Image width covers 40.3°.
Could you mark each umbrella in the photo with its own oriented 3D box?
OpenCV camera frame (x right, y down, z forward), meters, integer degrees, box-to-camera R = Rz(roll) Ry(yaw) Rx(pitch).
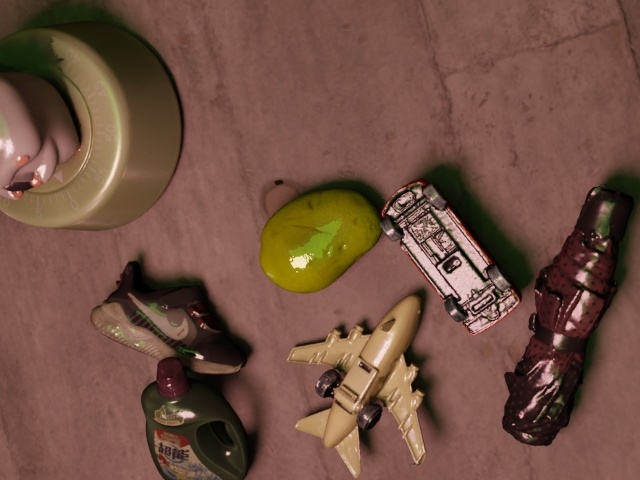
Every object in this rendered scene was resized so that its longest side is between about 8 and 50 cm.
[{"bbox_3d":[0.287,0.089,1.025,0.094,0.090,0.326,18,103,18],"label":"umbrella"}]

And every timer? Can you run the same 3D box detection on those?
[{"bbox_3d":[-0.367,-0.135,1.085,0.291,0.315,0.290,3,100,17],"label":"timer"}]

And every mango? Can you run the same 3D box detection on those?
[{"bbox_3d":[-0.005,-0.005,1.112,0.163,0.089,0.117,-41,76,7],"label":"mango"}]

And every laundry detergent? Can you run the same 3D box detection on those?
[{"bbox_3d":[-0.167,0.241,1.153,0.144,0.078,0.221,8,129,14],"label":"laundry detergent"}]

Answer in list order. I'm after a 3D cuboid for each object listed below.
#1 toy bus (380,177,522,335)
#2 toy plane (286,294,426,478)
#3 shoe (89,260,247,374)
[{"bbox_3d":[0.158,0.014,1.054,0.081,0.089,0.195,-40,86,19],"label":"toy bus"},{"bbox_3d":[0.060,0.175,1.112,0.229,0.092,0.244,35,110,25],"label":"toy plane"},{"bbox_3d":[-0.200,0.106,1.187,0.228,0.099,0.112,18,90,11],"label":"shoe"}]
